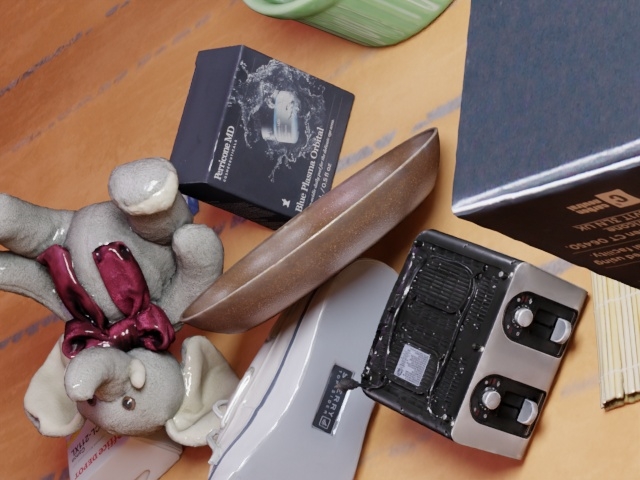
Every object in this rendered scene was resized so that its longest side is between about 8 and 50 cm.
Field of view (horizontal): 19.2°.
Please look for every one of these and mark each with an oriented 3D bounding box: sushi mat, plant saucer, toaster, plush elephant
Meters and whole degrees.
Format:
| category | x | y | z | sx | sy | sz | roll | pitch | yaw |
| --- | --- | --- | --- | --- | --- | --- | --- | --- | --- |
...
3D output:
| category | x | y | z | sx | sy | sz | roll | pitch | yaw |
| --- | --- | --- | --- | --- | --- | --- | --- | --- | --- |
| sushi mat | 0.279 | -0.019 | 1.602 | 0.151 | 0.019 | 0.316 | -32 | 48 | 41 |
| plant saucer | 0.000 | 0.000 | 1.830 | 0.310 | 0.050 | 0.310 | -36 | 4 | 3 |
| toaster | 0.129 | 0.090 | 1.670 | 0.185 | 0.110 | 0.168 | 21 | 89 | 57 |
| plush elephant | -0.218 | 0.092 | 2.004 | 0.272 | 0.330 | 0.255 | -8 | 70 | 18 |

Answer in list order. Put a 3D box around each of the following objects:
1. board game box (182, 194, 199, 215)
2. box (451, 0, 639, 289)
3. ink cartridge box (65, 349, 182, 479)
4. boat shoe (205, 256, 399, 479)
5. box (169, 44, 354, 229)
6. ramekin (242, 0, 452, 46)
| category | x | y | z | sx | sy | sz | roll | pitch | yaw |
| --- | --- | --- | --- | --- | --- | --- | --- | --- | --- |
| board game box | -0.182 | -0.048 | 2.273 | 0.090 | 0.020 | 0.090 | -41 | 42 | 35 |
| box | 0.361 | -0.191 | 1.167 | 0.297 | 0.471 | 0.480 | -20 | 57 | 50 |
| ink cartridge box | -0.229 | 0.197 | 2.153 | 0.127 | 0.072 | 0.175 | -45 | 39 | 30 |
| boat shoe | -0.048 | 0.183 | 1.846 | 0.156 | 0.136 | 0.367 | -2 | 63 | 63 |
| box | -0.065 | -0.107 | 2.014 | 0.093 | 0.158 | 0.156 | 0 | 72 | 55 |
| ramekin | 0.051 | -0.353 | 1.995 | 0.303 | 0.148 | 0.303 | -31 | 48 | 42 |
